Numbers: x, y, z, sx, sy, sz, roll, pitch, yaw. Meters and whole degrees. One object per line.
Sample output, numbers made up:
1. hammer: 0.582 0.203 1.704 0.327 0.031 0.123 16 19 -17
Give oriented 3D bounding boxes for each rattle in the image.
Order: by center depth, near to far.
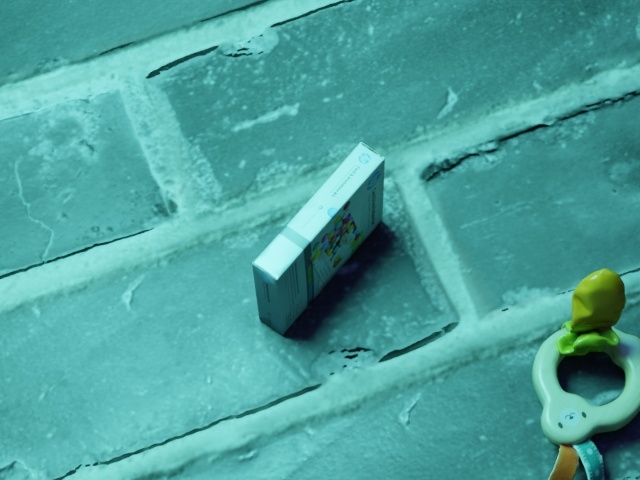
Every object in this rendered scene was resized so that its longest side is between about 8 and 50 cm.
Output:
1. rattle: 0.282 0.155 1.698 0.130 0.143 0.200 29 59 -3

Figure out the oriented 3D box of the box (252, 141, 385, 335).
1. box: 0.000 0.000 1.791 0.038 0.145 0.186 34 68 17
